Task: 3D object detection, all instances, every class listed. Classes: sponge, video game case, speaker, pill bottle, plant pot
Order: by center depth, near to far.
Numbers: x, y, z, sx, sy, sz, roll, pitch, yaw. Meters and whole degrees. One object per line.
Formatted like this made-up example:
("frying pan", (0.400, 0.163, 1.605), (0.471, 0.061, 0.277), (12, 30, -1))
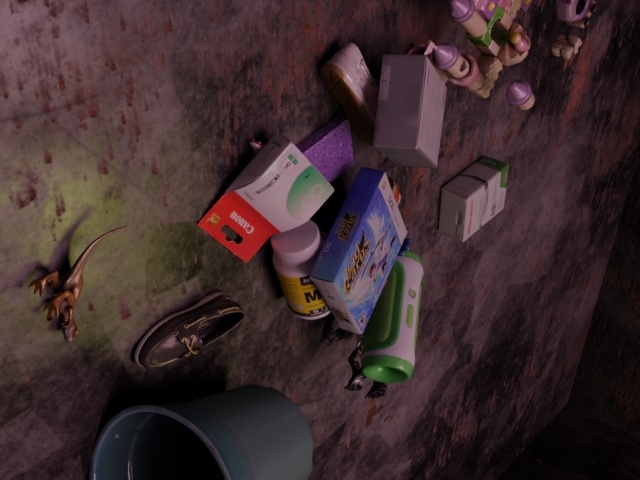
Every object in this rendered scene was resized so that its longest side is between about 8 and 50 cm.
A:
("plant pot", (-0.200, 0.438, 1.523), (0.334, 0.341, 0.341), (-12, 123, -60))
("sponge", (-0.014, -0.151, 1.592), (0.210, 0.031, 0.117), (-40, 140, -30))
("pill bottle", (-0.033, 0.058, 1.637), (0.119, 0.119, 0.208), (-45, 143, -25))
("video game case", (0.088, 0.026, 1.659), (0.269, 0.061, 0.244), (-64, 151, -22))
("speaker", (0.167, 0.172, 1.830), (0.131, 0.131, 0.296), (59, 35, -53))

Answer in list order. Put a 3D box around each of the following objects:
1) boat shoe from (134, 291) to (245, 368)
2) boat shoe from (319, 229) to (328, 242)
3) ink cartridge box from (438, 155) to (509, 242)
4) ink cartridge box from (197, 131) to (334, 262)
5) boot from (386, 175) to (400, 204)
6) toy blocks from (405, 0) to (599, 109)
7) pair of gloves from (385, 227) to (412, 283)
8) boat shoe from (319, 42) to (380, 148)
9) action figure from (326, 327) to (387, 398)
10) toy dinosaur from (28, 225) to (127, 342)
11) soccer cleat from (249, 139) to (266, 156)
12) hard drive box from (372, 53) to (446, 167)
("boat shoe", (-0.241, 0.173, 1.480), (0.227, 0.068, 0.081), (-34, 137, -36))
("boat shoe", (0.000, 0.000, 1.718), (0.035, 0.035, 0.100), (-62, 154, -6))
("ink cartridge box", (0.416, -0.114, 2.151), (0.208, 0.087, 0.153), (-35, 139, -36))
("ink cartridge box", (-0.097, -0.065, 1.482), (0.225, 0.056, 0.181), (-51, 142, -3))
("boot", (0.137, -0.063, 1.840), (0.158, 0.059, 0.084), (-58, 152, -8))
("toy blocks", (0.338, -0.447, 1.605), (0.260, 0.309, 0.289), (22, 95, -56))
("pair of gloves", (0.133, 0.050, 1.836), (0.023, 0.159, 0.198), (42, 77, -27))
("boat shoe", (0.097, -0.282, 1.587), (0.096, 0.098, 0.277), (-53, 145, -12))
("action figure", (0.097, 0.236, 1.925), (0.164, 0.141, 0.276), (20, 56, -31))
("toy dinosaur", (-0.387, 0.063, 1.227), (0.211, 0.064, 0.112), (-64, 166, 20))
("soccer cleat", (-0.109, -0.157, 1.461), (0.036, 0.029, 0.083), (-63, 152, -6))
("hard drive box", (0.184, -0.253, 1.588), (0.232, 0.089, 0.181), (16, 80, -72))
